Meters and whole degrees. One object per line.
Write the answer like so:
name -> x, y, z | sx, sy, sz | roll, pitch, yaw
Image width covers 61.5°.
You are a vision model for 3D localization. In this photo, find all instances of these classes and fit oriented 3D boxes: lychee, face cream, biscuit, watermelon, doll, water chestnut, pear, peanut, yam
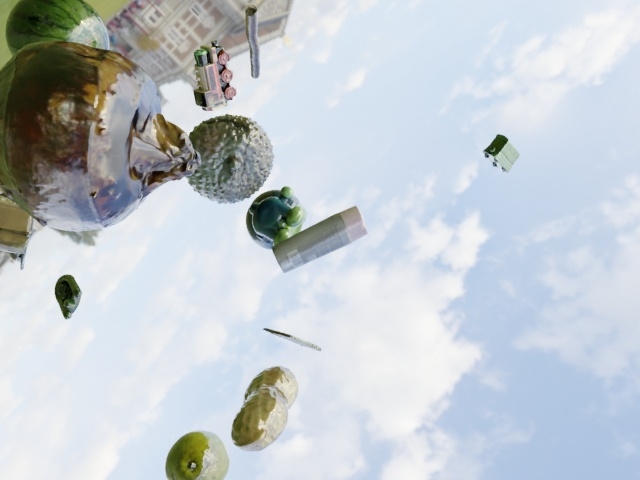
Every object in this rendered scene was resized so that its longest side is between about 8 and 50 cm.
lychee -> -0.256, -0.230, 1.482 | 0.255, 0.255, 0.274 | -43, -152, 7
face cream -> 0.000, 0.000, 1.509 | 0.270, 0.107, 0.073 | -26, -138, -2
biscuit -> -0.079, 0.325, 1.749 | 0.144, 0.203, 0.016 | 6, -109, 43
watermelon -> -0.547, -0.417, 1.111 | 0.215, 0.188, 0.188 | 16, -118, 26
doll -> -0.142, -0.070, 1.701 | 0.198, 0.186, 0.322 | -60, -179, -6
water chestnut -> -0.262, -0.117, 0.628 | 0.224, 0.239, 0.223 | -172, -90, -85
pear -> -0.401, 0.725, 1.750 | 0.212, 0.213, 0.269 | -57, 169, -19
peanut -> -0.137, 0.406, 1.313 | 0.136, 0.120, 0.298 | -34, -174, 14
yam -> -0.238, -0.688, 1.898 | 0.046, 0.326, 0.045 | -14, -111, -10

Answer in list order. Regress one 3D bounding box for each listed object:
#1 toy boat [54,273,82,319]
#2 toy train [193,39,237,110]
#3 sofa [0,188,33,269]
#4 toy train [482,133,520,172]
toy boat -> -0.783, 0.167, 1.667 | 0.210, 0.052, 0.104 | 28, -84, 51
toy train -> -0.228, -0.344, 1.130 | 0.050, 0.137, 0.087 | 25, -137, 38
sofa -> -0.699, -0.047, 1.114 | 0.258, 0.200, 0.181 | 25, -83, 61
toy train -> 0.380, -0.182, 1.129 | 0.056, 0.093, 0.038 | -54, -132, 8
